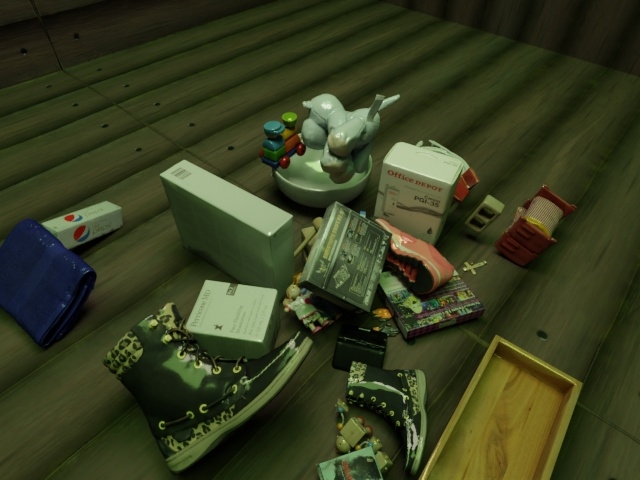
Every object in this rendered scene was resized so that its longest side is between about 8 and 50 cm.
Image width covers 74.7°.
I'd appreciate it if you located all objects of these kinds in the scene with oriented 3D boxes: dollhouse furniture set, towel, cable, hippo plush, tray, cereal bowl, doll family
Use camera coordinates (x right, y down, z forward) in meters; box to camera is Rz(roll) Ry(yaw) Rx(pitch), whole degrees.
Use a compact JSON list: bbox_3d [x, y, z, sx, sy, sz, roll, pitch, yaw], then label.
[{"bbox_3d":[0.548,-0.119,1.292,0.374,0.152,0.201,39,56,11],"label":"dollhouse furniture set"},{"bbox_3d":[-0.735,0.102,1.103,0.308,0.076,0.227,31,86,22],"label":"towel"},{"bbox_3d":[0.402,-0.239,1.505,0.257,0.089,0.257,-35,58,-29],"label":"cable"},{"bbox_3d":[0.035,-0.340,1.258,0.237,0.294,0.234,36,34,21],"label":"hippo plush"},{"bbox_3d":[0.384,0.415,0.894,0.203,0.076,0.411,30,53,23],"label":"tray"},{"bbox_3d":[0.003,-0.226,1.442,0.340,0.141,0.338,1,46,-1],"label":"cereal bowl"},{"bbox_3d":[0.011,0.137,1.129,0.263,0.118,0.163,-31,72,-22],"label":"doll family"}]

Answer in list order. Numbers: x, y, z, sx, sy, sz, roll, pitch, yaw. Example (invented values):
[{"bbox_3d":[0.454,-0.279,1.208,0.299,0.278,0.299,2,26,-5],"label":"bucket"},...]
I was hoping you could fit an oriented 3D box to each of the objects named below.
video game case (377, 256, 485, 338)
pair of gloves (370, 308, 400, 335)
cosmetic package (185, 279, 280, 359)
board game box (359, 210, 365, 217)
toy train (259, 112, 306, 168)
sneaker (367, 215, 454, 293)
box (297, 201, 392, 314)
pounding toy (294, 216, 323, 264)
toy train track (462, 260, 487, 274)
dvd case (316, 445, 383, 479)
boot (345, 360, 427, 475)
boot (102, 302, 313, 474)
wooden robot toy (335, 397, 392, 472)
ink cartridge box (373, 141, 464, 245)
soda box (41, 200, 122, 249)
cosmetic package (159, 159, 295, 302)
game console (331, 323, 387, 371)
[{"bbox_3d":[0.291,0.149,1.153,0.232,0.041,0.210,-13,42,-14],"label":"video game case"},{"bbox_3d":[0.172,0.217,1.116,0.074,0.010,0.083,1,47,-1],"label":"pair of gloves"},{"bbox_3d":[-0.204,0.208,1.015,0.184,0.151,0.151,7,46,5],"label":"cosmetic package"},{"bbox_3d":[0.121,-0.028,1.292,0.020,0.090,0.090,9,46,2],"label":"board game box"},{"bbox_3d":[-0.095,-0.353,1.365,0.105,0.143,0.248,27,52,22],"label":"toy train"},{"bbox_3d":[0.246,0.035,1.199,0.136,0.115,0.314,-10,39,-33],"label":"sneaker"},{"bbox_3d":[0.068,0.044,1.052,0.183,0.056,0.230,28,64,-16],"label":"box"},{"bbox_3d":[-0.009,-0.002,1.183,0.181,0.205,0.094,-15,49,-15],"label":"pounding toy"},{"bbox_3d":[0.465,0.075,1.259,0.084,0.014,0.048,-16,49,-17],"label":"toy train track"},{"bbox_3d":[0.060,0.467,0.826,0.120,0.013,0.087,-22,69,8],"label":"dvd case"},{"bbox_3d":[0.138,0.373,0.915,0.179,0.085,0.236,10,39,7],"label":"boot"},{"bbox_3d":[-0.232,0.244,0.850,0.377,0.138,0.284,-42,84,6],"label":"boot"},{"bbox_3d":[0.071,0.427,0.894,0.079,0.076,0.173,-50,59,3],"label":"wooden robot toy"},{"bbox_3d":[0.279,-0.123,1.255,0.208,0.282,0.117,22,50,18],"label":"ink cartridge box"},{"bbox_3d":[-0.702,-0.046,1.250,0.069,0.073,0.216,22,30,17],"label":"soda box"},{"bbox_3d":[-0.244,-0.020,1.140,0.378,0.284,0.097,28,50,22],"label":"cosmetic package"},{"bbox_3d":[0.100,0.274,1.055,0.122,0.071,0.107,12,21,8],"label":"game console"}]
